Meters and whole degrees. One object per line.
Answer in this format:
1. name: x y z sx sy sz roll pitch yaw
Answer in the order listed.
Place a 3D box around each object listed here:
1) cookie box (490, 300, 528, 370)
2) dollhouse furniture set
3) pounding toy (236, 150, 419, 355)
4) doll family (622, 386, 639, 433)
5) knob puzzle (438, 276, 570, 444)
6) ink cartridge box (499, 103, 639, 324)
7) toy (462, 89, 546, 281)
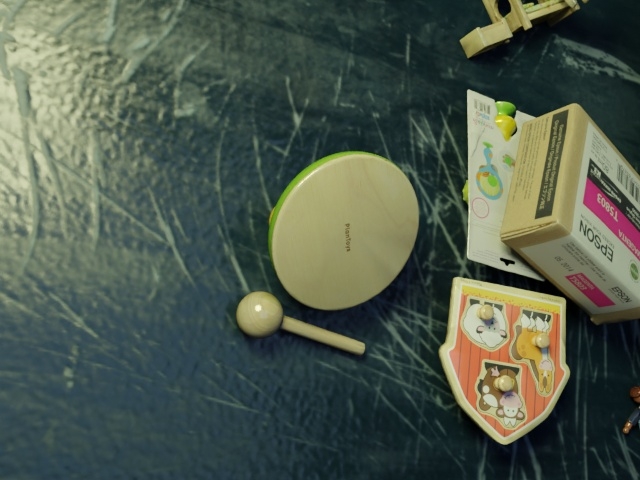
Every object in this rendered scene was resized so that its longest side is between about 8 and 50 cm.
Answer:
1. cookie box: 0.249 0.146 0.883 0.091 0.040 0.107 30 71 -16
2. dollhouse furniture set: 0.292 -0.351 0.921 0.181 0.161 0.101 -26 91 -26
3. pounding toy: 0.000 0.000 0.785 0.182 0.110 0.237 14 105 -32
4. doll family: 0.524 0.245 0.967 0.192 0.076 0.112 -18 93 -22
5. knob puzzle: 0.236 0.153 0.837 0.213 0.030 0.213 4 78 -22
6. ink cartridge box: 0.351 -0.029 0.890 0.234 0.088 0.193 36 56 -28
7. toy: 0.235 -0.070 0.904 0.136 0.056 0.237 15 71 -27
